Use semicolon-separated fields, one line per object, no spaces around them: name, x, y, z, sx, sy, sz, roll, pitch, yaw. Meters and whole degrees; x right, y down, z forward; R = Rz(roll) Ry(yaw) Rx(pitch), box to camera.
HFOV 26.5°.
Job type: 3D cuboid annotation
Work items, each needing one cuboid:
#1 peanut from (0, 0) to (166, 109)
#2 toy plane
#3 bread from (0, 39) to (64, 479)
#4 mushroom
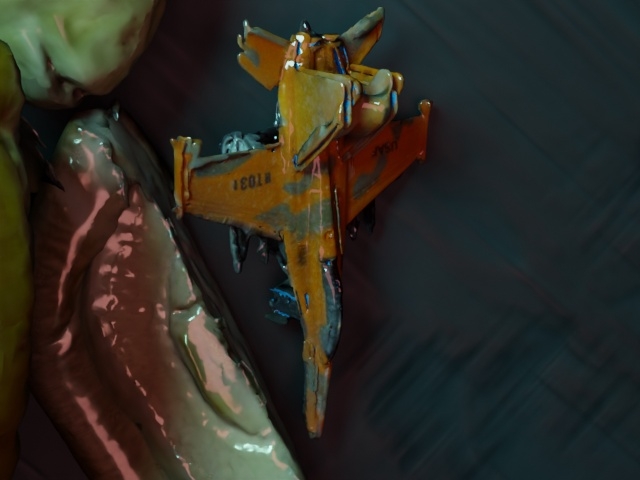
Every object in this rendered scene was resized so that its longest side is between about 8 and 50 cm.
peanut;-0.141;-0.183;0.492;0.130;0.130;0.290;-21;109;-3
toy plane;-0.007;-0.004;0.577;0.135;0.062;0.188;-15;126;-35
bread;-0.236;0.007;0.465;0.279;0.225;0.250;11;101;-13
mushroom;-0.073;0.051;0.572;0.094;0.072;0.210;-29;100;-3
